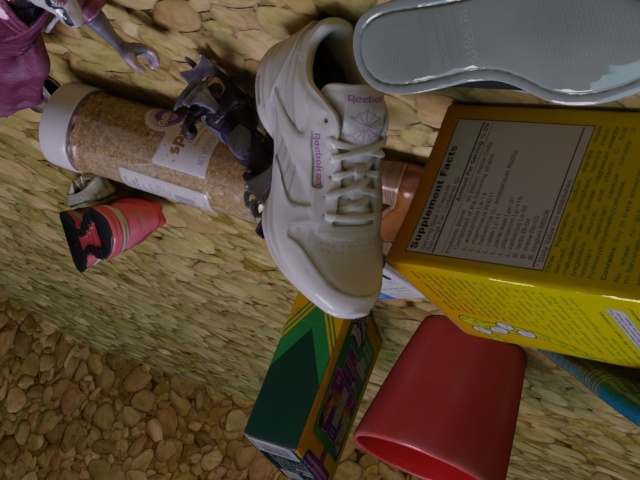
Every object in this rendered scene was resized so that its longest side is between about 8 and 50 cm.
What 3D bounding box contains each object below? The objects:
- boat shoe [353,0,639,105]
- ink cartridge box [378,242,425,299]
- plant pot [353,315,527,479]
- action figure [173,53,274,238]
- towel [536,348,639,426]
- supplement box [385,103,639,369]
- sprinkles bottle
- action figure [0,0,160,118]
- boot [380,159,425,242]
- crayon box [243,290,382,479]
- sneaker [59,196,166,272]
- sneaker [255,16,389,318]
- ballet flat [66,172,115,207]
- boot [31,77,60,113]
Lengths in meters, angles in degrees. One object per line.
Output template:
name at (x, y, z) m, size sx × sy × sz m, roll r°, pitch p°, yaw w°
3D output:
boat shoe at (0.167, -0.174, 0.946) m, size 0.302 × 0.091 × 0.114 m, roll 11°, pitch 115°, yaw 39°
ink cartridge box at (0.050, 0.001, 1.628) m, size 0.203 × 0.086 × 0.148 m, roll 31°, pitch 162°, yaw -25°
plant pot at (0.223, 0.278, 1.965) m, size 0.275 × 0.243 × 0.275 m, roll 22°, pitch 163°, yaw 7°
action figure at (-0.084, -0.109, 1.330) m, size 0.185 × 0.099 × 0.285 m, roll 29°, pitch -165°, yaw -49°
towel at (0.402, 0.131, 1.233) m, size 0.271 × 0.040 × 0.370 m, roll -3°, pitch -168°, yaw -11°
supplement box at (0.280, 0.001, 1.138) m, size 0.356 × 0.194 × 0.195 m, roll 9°, pitch 158°, yaw 41°
sprinkles bottle at (-0.201, -0.116, 1.548) m, size 0.355 × 0.121 × 0.121 m, roll 17°, pitch 162°, yaw 19°
action figure at (-0.365, -0.265, 1.325) m, size 0.370 × 0.248 × 0.276 m, roll -26°, pitch 87°, yaw 53°
boot at (0.136, -0.031, 1.447) m, size 0.152 × 0.073 × 0.197 m, roll 14°, pitch 164°, yaw 16°
crayon box at (-0.003, 0.257, 2.079) m, size 0.106 × 0.313 × 0.363 m, roll 15°, pitch 161°, yaw 15°
sneaker at (-0.367, -0.017, 2.055) m, size 0.314 × 0.136 × 0.116 m, roll -3°, pitch 104°, yaw 62°
sneaker at (0.009, -0.075, 1.141) m, size 0.114 × 0.305 × 0.152 m, roll -6°, pitch 169°, yaw -29°
ballet flat at (-0.412, -0.094, 2.035) m, size 0.168 × 0.057 × 0.052 m, roll -7°, pitch 116°, yaw 53°
boot at (-0.419, -0.221, 1.667) m, size 0.118 × 0.042 × 0.087 m, roll 34°, pitch 154°, yaw -35°
